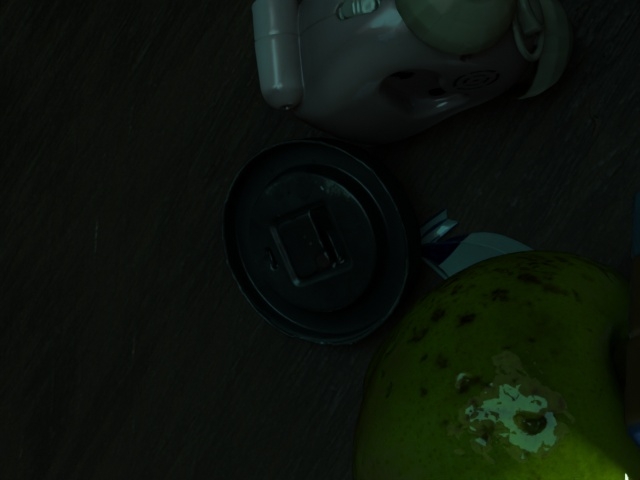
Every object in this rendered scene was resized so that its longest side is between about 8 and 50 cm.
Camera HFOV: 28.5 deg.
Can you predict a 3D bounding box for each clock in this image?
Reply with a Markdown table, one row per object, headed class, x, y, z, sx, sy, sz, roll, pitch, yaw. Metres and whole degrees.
| class | x | y | z | sx | sy | sz | roll | pitch | yaw |
| --- | --- | --- | --- | --- | --- | --- | --- | --- | --- |
| clock | 0.000 | 0.000 | 1.656 | 0.281 | 0.055 | 0.280 | 9 | 108 | 27 |
| clock | 0.123 | -0.245 | 1.564 | 0.326 | 0.342 | 0.184 | -17 | 79 | 26 |

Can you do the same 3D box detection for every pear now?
| class | x | y | z | sx | sy | sz | roll | pitch | yaw |
| --- | --- | --- | --- | --- | --- | --- | --- | --- | --- |
| pear | 0.207 | 0.207 | 1.367 | 0.391 | 0.391 | 0.391 | -4 | 78 | 22 |

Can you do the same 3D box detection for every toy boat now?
| class | x | y | z | sx | sy | sz | roll | pitch | yaw |
| --- | --- | --- | --- | --- | --- | --- | --- | --- | --- |
| toy boat | 0.227 | 0.067 | 1.620 | 0.220 | 0.067 | 0.291 | -49 | 55 | 6 |

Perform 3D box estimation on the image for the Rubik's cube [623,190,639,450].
| class | x | y | z | sx | sy | sz | roll | pitch | yaw |
| --- | --- | --- | --- | --- | --- | --- | --- | --- | --- |
| Rubik's cube | 0.523 | 0.112 | 1.218 | 0.344 | 0.347 | 0.346 | -24 | 33 | 33 |
